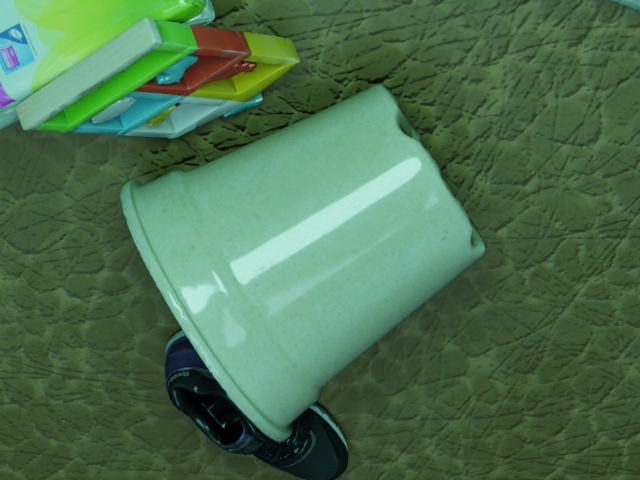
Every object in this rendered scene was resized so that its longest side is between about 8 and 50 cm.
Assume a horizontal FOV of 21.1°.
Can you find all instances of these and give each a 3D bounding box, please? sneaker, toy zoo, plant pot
[{"bbox_3d":[-0.084,0.233,2.101,0.283,0.124,0.107,38,115,-21],"label":"sneaker"},{"bbox_3d":[-0.153,-0.164,1.804,0.192,0.293,0.030,-29,75,31],"label":"toy zoo"},{"bbox_3d":[0.000,0.000,1.872,0.305,0.334,0.334,-31,117,5],"label":"plant pot"}]

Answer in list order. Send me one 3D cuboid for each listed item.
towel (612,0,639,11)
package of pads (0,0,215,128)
[{"bbox_3d":[0.346,-0.360,1.704,0.324,0.056,0.312,12,135,-36],"label":"towel"},{"bbox_3d":[-0.279,-0.272,1.752,0.296,0.101,0.229,-24,82,14],"label":"package of pads"}]
